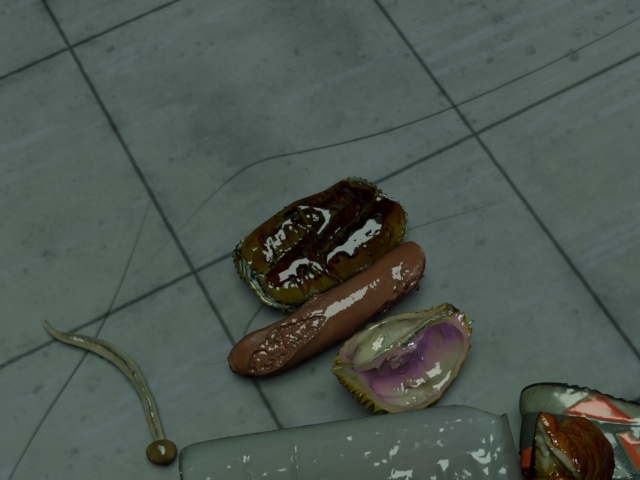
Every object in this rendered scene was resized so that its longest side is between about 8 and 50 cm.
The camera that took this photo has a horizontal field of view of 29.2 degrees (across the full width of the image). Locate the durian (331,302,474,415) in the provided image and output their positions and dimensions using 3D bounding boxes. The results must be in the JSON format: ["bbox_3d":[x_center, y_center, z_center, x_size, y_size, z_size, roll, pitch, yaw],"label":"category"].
[{"bbox_3d":[0.110,0.165,1.713,0.165,0.132,0.182,27,62,9],"label":"durian"}]

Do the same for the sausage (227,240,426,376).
[{"bbox_3d":[0.015,0.107,1.765,0.326,0.079,0.087,-30,22,-8],"label":"sausage"}]

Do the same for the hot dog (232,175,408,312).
[{"bbox_3d":[0.000,0.000,1.841,0.270,0.082,0.162,-31,62,-12],"label":"hot dog"}]

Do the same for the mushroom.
[{"bbox_3d":[-0.296,0.202,1.774,0.068,0.043,0.306,-21,57,-37],"label":"mushroom"}]

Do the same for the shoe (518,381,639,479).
[{"bbox_3d":[0.413,0.307,1.620,0.336,0.132,0.171,14,67,13],"label":"shoe"}]

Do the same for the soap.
[{"bbox_3d":[0.056,0.406,1.537,0.435,0.213,0.350,-6,62,1],"label":"soap"}]

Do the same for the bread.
[{"bbox_3d":[0.297,0.277,1.459,0.095,0.269,0.139,2,82,17],"label":"bread"}]
